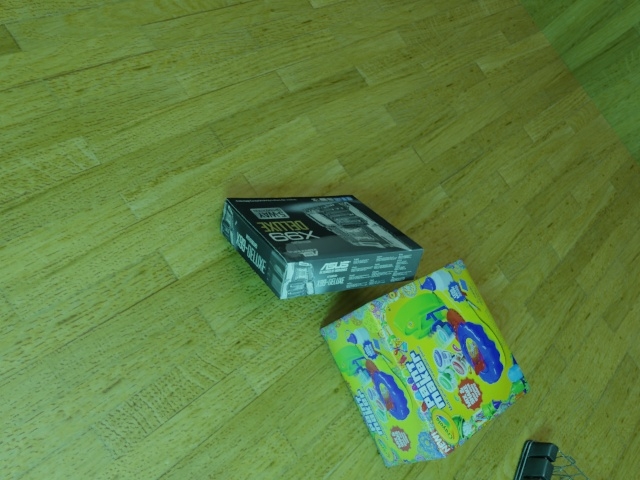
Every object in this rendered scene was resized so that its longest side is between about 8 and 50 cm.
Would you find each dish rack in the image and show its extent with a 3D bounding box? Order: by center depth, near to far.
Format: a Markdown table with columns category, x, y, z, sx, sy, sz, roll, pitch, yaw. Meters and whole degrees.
| category | x | y | z | sx | sy | sz | roll | pitch | yaw |
| --- | --- | --- | --- | --- | --- | --- | --- | --- | --- |
| dish rack | 0.529 | 0.583 | 1.249 | 0.271 | 0.074 | 0.208 | 44 | 52 | -9 |

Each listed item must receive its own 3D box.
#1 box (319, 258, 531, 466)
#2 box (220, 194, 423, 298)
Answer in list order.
| category | x | y | z | sx | sy | sz | roll | pitch | yaw |
| --- | --- | --- | --- | --- | --- | --- | --- | --- | --- |
| box | 0.203 | 0.232 | 1.143 | 0.279 | 0.177 | 0.290 | -20 | 79 | -37 |
| box | 0.000 | 0.000 | 1.109 | 0.307 | 0.076 | 0.242 | -4 | 31 | -34 |
